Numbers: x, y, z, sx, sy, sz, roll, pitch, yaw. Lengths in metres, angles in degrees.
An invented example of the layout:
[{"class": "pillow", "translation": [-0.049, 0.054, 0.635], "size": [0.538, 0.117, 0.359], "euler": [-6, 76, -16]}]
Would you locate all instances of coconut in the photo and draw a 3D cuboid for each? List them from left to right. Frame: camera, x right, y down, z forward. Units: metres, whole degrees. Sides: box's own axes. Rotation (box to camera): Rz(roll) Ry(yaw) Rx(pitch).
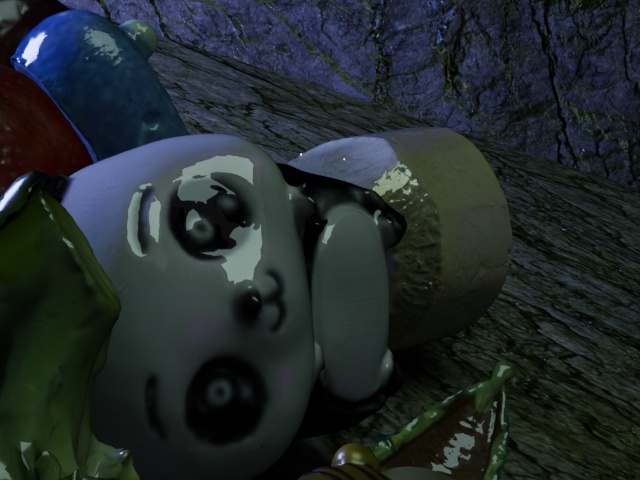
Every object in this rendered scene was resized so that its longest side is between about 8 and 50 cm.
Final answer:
[{"class": "coconut", "translation": [0.075, 0.001, 1.119], "size": [0.239, 0.239, 0.244], "euler": [29, 25, 30]}]

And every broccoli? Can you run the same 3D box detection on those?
[{"class": "broccoli", "translation": [-0.172, 0.095, 0.534], "size": [0.288, 0.245, 0.248], "euler": [45, 2, 33]}]

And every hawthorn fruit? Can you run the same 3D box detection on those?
[{"class": "hawthorn fruit", "translation": [-0.269, -0.023, 0.884], "size": [0.266, 0.210, 0.230], "euler": [31, 11, -6]}]

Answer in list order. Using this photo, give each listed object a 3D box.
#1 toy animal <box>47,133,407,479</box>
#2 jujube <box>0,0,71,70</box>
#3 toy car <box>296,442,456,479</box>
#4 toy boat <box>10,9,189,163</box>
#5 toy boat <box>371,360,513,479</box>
[{"class": "toy animal", "translation": [-0.086, 0.054, 0.771], "size": [0.251, 0.251, 0.310], "euler": [30, 12, 32]}, {"class": "jujube", "translation": [-0.460, -0.217, 1.229], "size": [0.376, 0.258, 0.258], "euler": [4, 19, -6]}, {"class": "toy car", "translation": [0.035, 0.183, 0.522], "size": [0.200, 0.142, 0.248], "euler": [40, -6, 7]}, {"class": "toy boat", "translation": [-0.174, -0.093, 1.057], "size": [0.215, 0.123, 0.330], "euler": [38, -20, 46]}, {"class": "toy boat", "translation": [0.076, 0.181, 0.787], "size": [0.108, 0.099, 0.293], "euler": [27, 26, 20]}]
